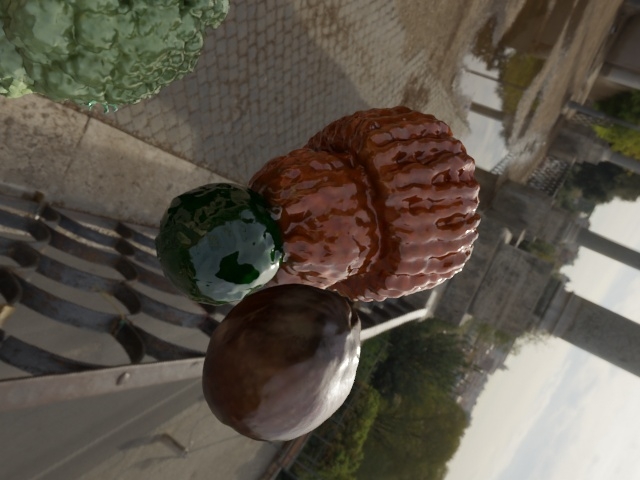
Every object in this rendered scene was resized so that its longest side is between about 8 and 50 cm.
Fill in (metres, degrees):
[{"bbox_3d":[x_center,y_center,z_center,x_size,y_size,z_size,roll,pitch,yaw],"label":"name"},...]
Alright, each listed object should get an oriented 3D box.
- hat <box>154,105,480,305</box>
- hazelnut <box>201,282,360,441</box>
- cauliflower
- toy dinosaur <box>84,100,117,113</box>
[{"bbox_3d":[0.000,0.000,0.680,0.400,0.285,0.285,-29,143,-29],"label":"hat"},{"bbox_3d":[-0.028,0.109,0.486,0.154,0.143,0.143,-26,138,-64],"label":"hazelnut"},{"bbox_3d":[-0.245,-0.278,0.530,0.327,0.281,0.260,-38,-179,11],"label":"cauliflower"},{"bbox_3d":[-0.375,-0.251,0.919,0.083,0.021,0.062,-32,131,-12],"label":"toy dinosaur"}]
